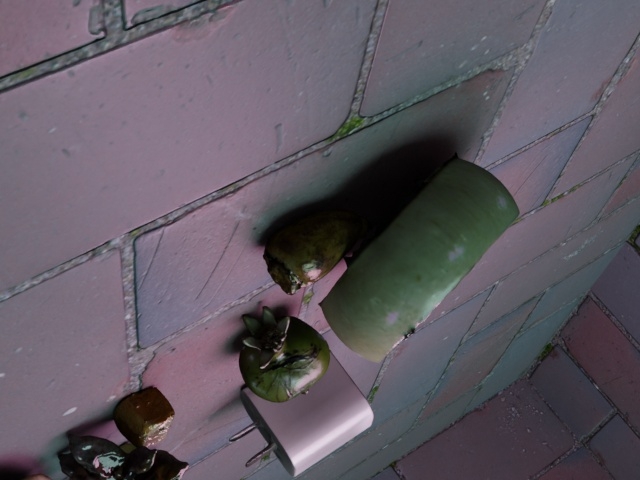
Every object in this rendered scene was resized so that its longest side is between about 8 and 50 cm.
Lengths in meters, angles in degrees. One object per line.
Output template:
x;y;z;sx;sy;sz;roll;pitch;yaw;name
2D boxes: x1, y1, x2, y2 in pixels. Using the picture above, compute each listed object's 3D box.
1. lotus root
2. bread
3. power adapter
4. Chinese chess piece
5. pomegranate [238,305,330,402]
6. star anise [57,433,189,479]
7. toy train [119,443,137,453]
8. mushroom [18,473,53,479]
0.000;0.000;1.406;0.191;0.094;0.108;-36;-160;-33;lotus root
-0.283;0.288;1.555;0.077;0.070;0.083;-21;150;-38;bread
-0.052;0.338;1.852;0.255;0.187;0.124;-30;156;-18;power adapter
0.150;0.029;1.502;0.349;0.146;0.349;-46;173;-8;Chinese chess piece
-0.066;0.186;1.612;0.152;0.131;0.191;-40;148;-16;pomegranate
-0.318;0.384;1.554;0.212;0.073;0.196;8;135;1;star anise
-0.360;0.465;1.764;0.307;0.127;0.189;80;33;-65;toy train
-0.535;0.516;1.502;0.314;0.224;0.397;-4;133;-9;mushroom
